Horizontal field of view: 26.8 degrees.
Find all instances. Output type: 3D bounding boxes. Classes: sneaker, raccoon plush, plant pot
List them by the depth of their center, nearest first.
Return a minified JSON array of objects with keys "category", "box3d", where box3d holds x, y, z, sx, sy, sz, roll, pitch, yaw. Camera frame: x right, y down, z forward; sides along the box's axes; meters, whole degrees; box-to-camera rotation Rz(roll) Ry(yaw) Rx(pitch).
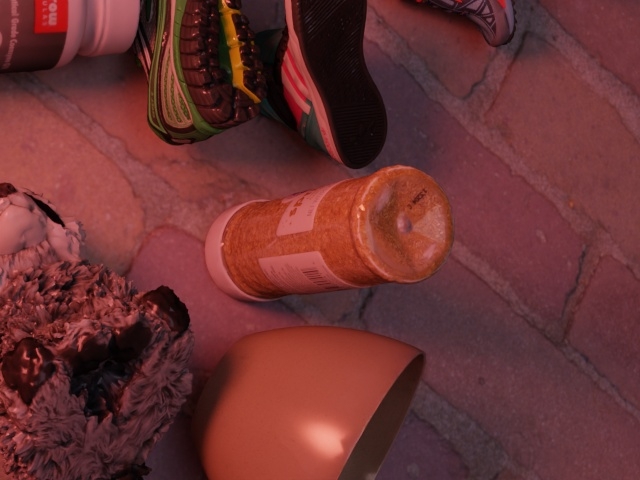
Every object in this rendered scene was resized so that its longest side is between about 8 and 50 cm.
[{"category":"raccoon plush","box3d":[-0.319,0.155,1.414,0.216,0.299,0.446,-6,121,-45]},{"category":"plant pot","box3d":[-0.031,0.206,1.504,0.191,0.284,0.284,28,68,13]},{"category":"sneaker","box3d":[-0.166,-0.270,1.529,0.134,0.146,0.343,19,58,-45]},{"category":"sneaker","box3d":[-0.026,-0.235,1.576,0.124,0.178,0.295,-36,132,-28]},{"category":"sneaker","box3d":[0.145,-0.342,1.749,0.125,0.104,0.262,-43,102,-8]}]

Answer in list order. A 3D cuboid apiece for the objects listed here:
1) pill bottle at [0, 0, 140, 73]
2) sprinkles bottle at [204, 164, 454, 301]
[{"category":"pill bottle","box3d":[-0.344,-0.255,1.407,0.283,0.161,0.161,-9,89,-30]},{"category":"sprinkles bottle","box3d":[0.000,0.000,1.465,0.121,0.355,0.121,3,83,-30]}]
